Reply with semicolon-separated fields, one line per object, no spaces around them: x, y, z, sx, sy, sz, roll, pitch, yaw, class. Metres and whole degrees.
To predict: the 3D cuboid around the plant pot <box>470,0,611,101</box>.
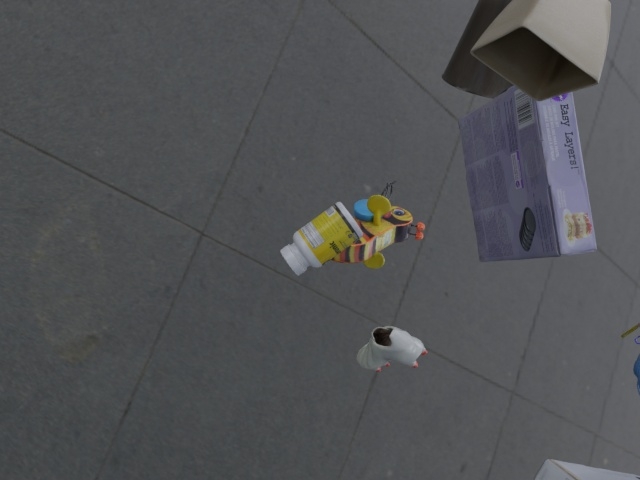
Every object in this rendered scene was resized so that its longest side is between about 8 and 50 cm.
0.254;-0.233;0.708;0.109;0.109;0.096;30;82;-15;plant pot

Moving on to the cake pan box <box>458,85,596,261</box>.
0.303;-0.102;0.975;0.070;0.246;0.267;-7;86;-14;cake pan box

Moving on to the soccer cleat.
0.108;0.180;1.091;0.076;0.196;0.068;43;65;-9;soccer cleat

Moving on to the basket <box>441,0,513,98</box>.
0.393;-0.438;1.367;0.204;0.154;0.227;10;124;-5;basket

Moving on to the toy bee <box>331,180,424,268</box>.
0.149;-0.038;1.464;0.298;0.162;0.195;-53;150;-23;toy bee

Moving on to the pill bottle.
0.000;0.000;0.947;0.116;0.065;0.065;-35;118;2;pill bottle

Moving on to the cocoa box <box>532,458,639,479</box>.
0.388;0.433;0.743;0.347;0.228;0.231;23;96;-36;cocoa box

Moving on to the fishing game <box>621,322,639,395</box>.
0.645;0.256;1.132;0.041;0.189;0.264;-5;53;-23;fishing game
